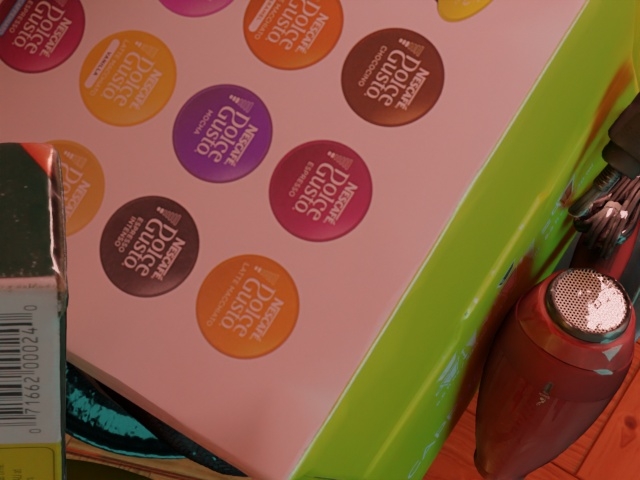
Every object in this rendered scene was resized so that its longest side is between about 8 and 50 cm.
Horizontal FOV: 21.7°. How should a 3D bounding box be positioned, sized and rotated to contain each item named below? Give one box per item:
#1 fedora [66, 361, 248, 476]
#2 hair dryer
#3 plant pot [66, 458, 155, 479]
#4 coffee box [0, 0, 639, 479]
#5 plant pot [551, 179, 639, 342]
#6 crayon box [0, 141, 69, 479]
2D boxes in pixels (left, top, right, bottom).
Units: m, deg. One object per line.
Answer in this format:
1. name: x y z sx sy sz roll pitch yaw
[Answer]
1. fedora: -0.050 0.081 1.253 0.334 0.152 0.334 -16 129 -20
2. hair dryer: 0.176 0.033 1.028 0.293 0.080 0.223 -61 166 13
3. plant pot: -0.219 0.290 1.268 0.228 0.207 0.227 -47 160 -38
4. coffee box: -0.031 -0.061 0.983 0.338 0.334 0.338 -57 163 -6
5. plant pot: 0.244 -0.101 1.720 0.341 0.334 0.341 -52 161 -26
6. crayon box: -0.269 0.053 0.710 0.202 0.318 0.081 101 -16 -51
